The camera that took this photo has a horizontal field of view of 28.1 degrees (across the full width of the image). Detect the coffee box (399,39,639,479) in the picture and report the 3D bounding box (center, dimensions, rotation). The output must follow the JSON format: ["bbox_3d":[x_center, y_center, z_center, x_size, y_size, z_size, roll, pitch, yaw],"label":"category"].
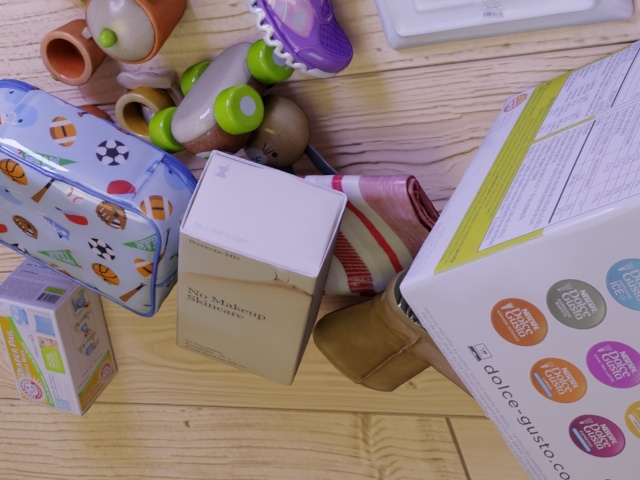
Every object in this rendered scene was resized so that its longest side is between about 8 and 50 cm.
[{"bbox_3d":[0.340,0.026,1.178,0.334,0.338,0.338,-22,112,39],"label":"coffee box"}]

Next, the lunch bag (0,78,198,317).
[{"bbox_3d":[-0.291,-0.046,1.500,0.303,0.115,0.243,28,147,9],"label":"lunch bag"}]

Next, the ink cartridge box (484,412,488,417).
[{"bbox_3d":[0.244,0.134,1.511,0.104,0.060,0.180,10,129,25],"label":"ink cartridge box"}]

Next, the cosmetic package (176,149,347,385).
[{"bbox_3d":[-0.075,0.041,1.470,0.160,0.113,0.309,18,152,4],"label":"cosmetic package"}]

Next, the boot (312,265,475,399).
[{"bbox_3d":[0.126,0.141,1.517,0.236,0.089,0.269,45,155,-1],"label":"boot"}]

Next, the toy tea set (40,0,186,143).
[{"bbox_3d":[-0.262,-0.192,1.495,0.200,0.124,0.336,18,132,16],"label":"toy tea set"}]

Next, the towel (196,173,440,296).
[{"bbox_3d":[0.000,0.000,1.500,0.328,0.037,0.237,0,148,30],"label":"towel"}]

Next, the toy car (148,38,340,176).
[{"bbox_3d":[-0.067,-0.116,1.447,0.155,0.149,0.188,-10,132,49],"label":"toy car"}]

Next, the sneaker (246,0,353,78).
[{"bbox_3d":[-0.029,-0.279,1.323,0.104,0.095,0.236,-24,110,32],"label":"sneaker"}]

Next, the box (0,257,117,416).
[{"bbox_3d":[-0.381,0.138,1.839,0.114,0.103,0.203,10,129,22],"label":"box"}]

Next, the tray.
[{"bbox_3d":[0.163,-0.263,1.265,0.270,0.030,0.145,-3,124,31],"label":"tray"}]
